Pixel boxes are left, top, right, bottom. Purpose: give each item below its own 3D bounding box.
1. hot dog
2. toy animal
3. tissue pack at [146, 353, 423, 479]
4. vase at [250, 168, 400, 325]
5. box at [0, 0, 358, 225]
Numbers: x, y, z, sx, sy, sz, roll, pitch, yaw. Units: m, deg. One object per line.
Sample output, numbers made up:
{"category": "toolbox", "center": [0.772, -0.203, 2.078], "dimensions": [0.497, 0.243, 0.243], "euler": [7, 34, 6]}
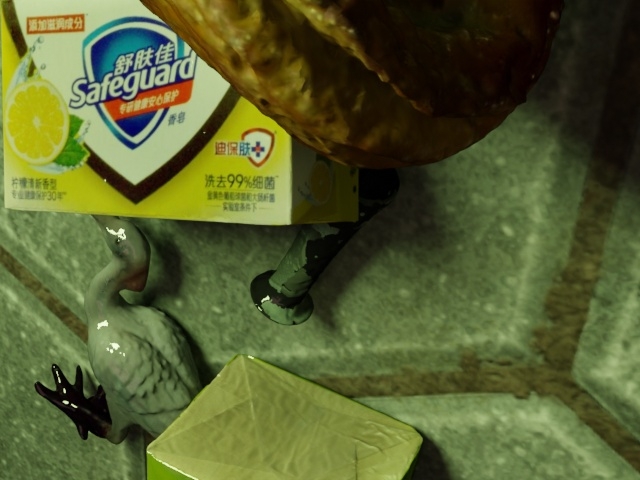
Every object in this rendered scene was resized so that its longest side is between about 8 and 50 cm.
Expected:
{"category": "hot dog", "center": [-0.026, -0.211, 0.623], "dimensions": [0.387, 0.267, 0.174], "euler": [43, 152, 2]}
{"category": "toy animal", "center": [-0.178, 0.104, 1.045], "dimensions": [0.195, 0.090, 0.324], "euler": [27, 133, 13]}
{"category": "tissue pack", "center": [-0.042, 0.277, 1.028], "dimensions": [0.200, 0.167, 0.274], "euler": [23, 130, 17]}
{"category": "vase", "center": [0.000, 0.000, 0.884], "dimensions": [0.059, 0.059, 0.167], "euler": [38, 133, 4]}
{"category": "box", "center": [-0.106, -0.097, 0.818], "dimensions": [0.265, 0.097, 0.168], "euler": [6, 98, 30]}
